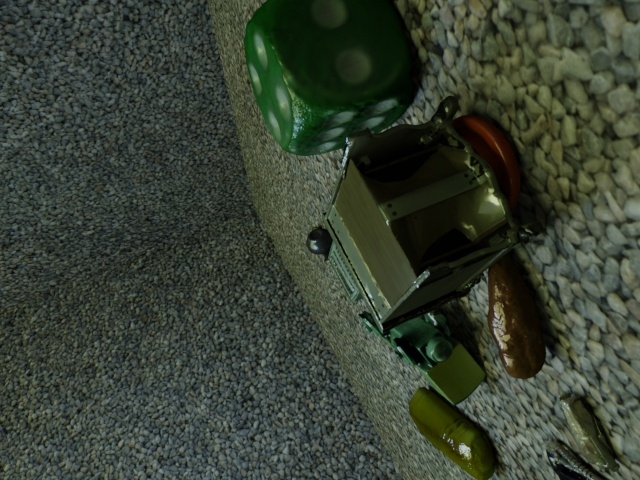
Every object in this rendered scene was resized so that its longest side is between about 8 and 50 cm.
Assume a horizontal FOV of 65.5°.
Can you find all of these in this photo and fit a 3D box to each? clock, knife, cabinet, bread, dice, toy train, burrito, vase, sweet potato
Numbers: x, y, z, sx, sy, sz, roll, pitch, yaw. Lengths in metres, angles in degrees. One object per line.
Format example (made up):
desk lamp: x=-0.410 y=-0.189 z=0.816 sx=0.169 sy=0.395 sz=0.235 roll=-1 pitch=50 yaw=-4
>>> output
clock: x=0.289 y=-0.132 z=0.926 sx=0.205 sy=0.051 sz=0.205 roll=58 pitch=164 yaw=28
knife: x=0.556 y=0.489 z=0.936 sx=0.089 sy=0.043 sz=0.365 roll=69 pitch=166 yaw=-11
cabinet: x=0.179 y=-0.037 z=0.918 sx=0.318 sy=0.228 sz=0.289 roll=106 pitch=140 yaw=-65
bread: x=0.399 y=0.610 z=1.579 sx=0.166 sy=0.112 sz=0.384 roll=71 pitch=165 yaw=-14
dice: x=0.013 y=-0.372 z=1.099 sx=0.299 sy=0.287 sz=0.297 roll=67 pitch=164 yaw=3
toy train: x=0.268 y=0.278 z=1.385 sx=0.253 sy=0.160 sz=0.397 roll=49 pitch=173 yaw=-20
burrito: x=0.500 y=0.359 z=0.935 sx=0.149 sy=0.041 sz=0.055 roll=64 pitch=153 yaw=9
vase: x=0.014 y=0.032 z=2.140 sx=0.120 sy=0.120 sz=0.182 roll=52 pitch=174 yaw=47
sweet potato: x=0.373 y=0.141 z=0.971 sx=0.097 sy=0.097 sz=0.251 roll=168 pitch=88 yaw=-76

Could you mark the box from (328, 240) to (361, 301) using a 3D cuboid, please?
box: x=0.142 y=0.057 z=1.546 sx=0.220 sy=0.166 sz=0.290 roll=63 pitch=166 yaw=17

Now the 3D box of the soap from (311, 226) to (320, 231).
soap: x=0.001 y=0.000 z=2.249 sx=0.140 sy=0.045 sz=0.089 roll=67 pitch=164 yaw=2
